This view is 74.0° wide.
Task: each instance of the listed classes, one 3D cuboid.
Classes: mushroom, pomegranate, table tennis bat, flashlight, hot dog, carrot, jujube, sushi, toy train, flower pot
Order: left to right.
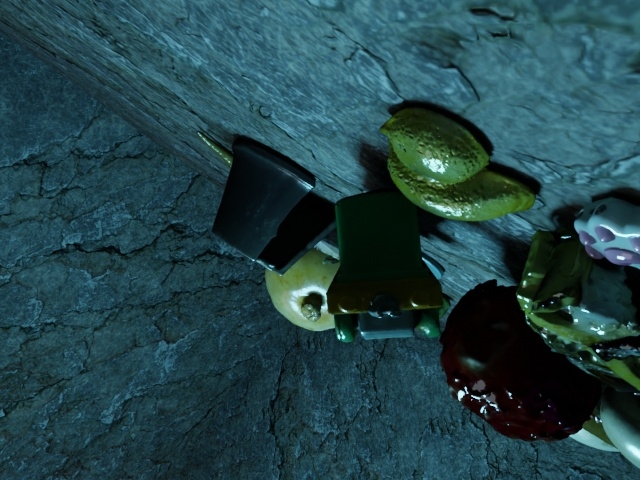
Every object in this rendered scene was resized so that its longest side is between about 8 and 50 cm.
[{"bbox_3d":[-0.303,-0.268,1.349,0.049,0.049,0.254,28,171,39],"label":"carrot"},{"bbox_3d":[-0.139,-0.068,1.155,0.380,0.250,0.379,32,177,2],"label":"flower pot"},{"bbox_3d":[-0.003,0.138,1.534,0.412,0.411,0.411,32,175,3],"label":"pomegranate"},{"bbox_3d":[0.080,0.019,1.297,0.253,0.131,0.069,28,145,9],"label":"hot dog"},{"bbox_3d":[0.106,0.033,0.764,0.179,0.248,0.429,-6,-174,8],"label":"toy train"},{"bbox_3d":[0.275,0.073,1.183,0.153,0.040,0.244,30,171,30],"label":"table tennis bat"},{"bbox_3d":[0.345,0.205,0.728,0.377,0.258,0.259,24,-179,-39],"label":"jujube"},{"bbox_3d":[0.343,0.080,0.519,0.291,0.139,0.131,33,155,-21],"label":"sushi"},{"bbox_3d":[0.541,0.263,0.659,0.209,0.206,0.206,51,175,1],"label":"mushroom"},{"bbox_3d":[0.333,0.029,0.391,0.201,0.047,0.093,33,174,2],"label":"flashlight"}]

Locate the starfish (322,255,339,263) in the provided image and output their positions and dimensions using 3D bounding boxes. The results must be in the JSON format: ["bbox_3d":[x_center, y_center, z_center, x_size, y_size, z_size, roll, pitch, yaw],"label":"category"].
[{"bbox_3d":[0.065,0.014,1.365,0.209,0.175,0.053,10,149,-21],"label":"starfish"}]

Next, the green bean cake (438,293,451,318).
[{"bbox_3d":[0.351,0.213,1.579,0.222,0.124,0.248,31,177,0],"label":"green bean cake"}]

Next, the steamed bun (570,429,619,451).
[{"bbox_3d":[0.659,0.373,1.012,0.232,0.144,0.231,3,-162,-1],"label":"steamed bun"}]

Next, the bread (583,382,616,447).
[{"bbox_3d":[0.554,0.303,0.920,0.417,0.165,0.113,26,151,37],"label":"bread"}]

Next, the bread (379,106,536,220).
[{"bbox_3d":[0.143,-0.073,0.476,0.188,0.065,0.149,33,170,16],"label":"bread"}]
